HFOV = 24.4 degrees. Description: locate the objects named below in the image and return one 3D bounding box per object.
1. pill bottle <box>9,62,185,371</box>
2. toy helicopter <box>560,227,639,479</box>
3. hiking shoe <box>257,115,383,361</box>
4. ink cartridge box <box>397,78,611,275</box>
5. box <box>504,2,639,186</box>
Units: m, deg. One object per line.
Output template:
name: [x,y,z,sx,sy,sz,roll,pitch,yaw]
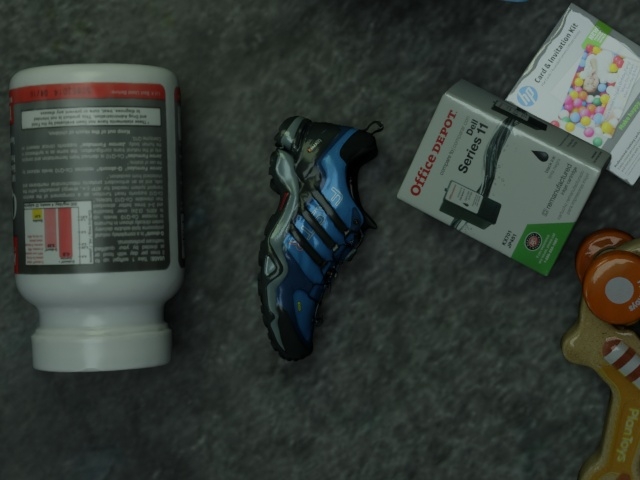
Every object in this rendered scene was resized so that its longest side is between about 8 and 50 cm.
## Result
pill bottle: [-0.272,-0.027,1.814,0.210,0.210,0.363,-1,90,11]
toy helicopter: [0.394,0.168,1.748,0.235,0.140,0.355,12,104,2]
hiking shoe: [0.000,0.000,1.810,0.132,0.113,0.304,5,92,12]
ink cartridge box: [0.216,-0.077,1.761,0.208,0.087,0.153,28,113,11]
box: [0.339,-0.175,1.778,0.186,0.038,0.145,36,97,10]
